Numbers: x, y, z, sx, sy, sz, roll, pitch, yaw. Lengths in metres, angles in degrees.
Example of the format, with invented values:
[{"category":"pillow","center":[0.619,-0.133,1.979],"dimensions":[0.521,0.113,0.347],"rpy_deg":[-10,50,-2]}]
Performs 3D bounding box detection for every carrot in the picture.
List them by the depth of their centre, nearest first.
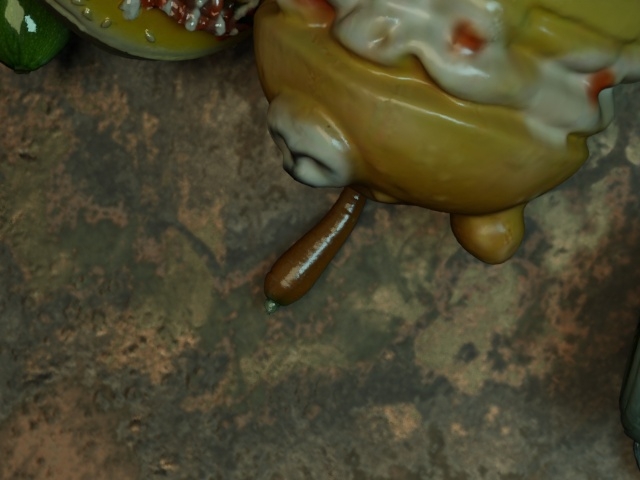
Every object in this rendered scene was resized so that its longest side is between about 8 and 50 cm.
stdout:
[{"category":"carrot","center":[0.000,0.000,1.027],"dimensions":[0.035,0.035,0.142],"rpy_deg":[38,90,9]}]

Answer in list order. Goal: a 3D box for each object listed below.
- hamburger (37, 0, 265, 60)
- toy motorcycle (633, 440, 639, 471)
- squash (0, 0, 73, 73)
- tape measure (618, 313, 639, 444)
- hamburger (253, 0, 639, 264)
[{"category":"hamburger","center":[-0.144,-0.262,0.943],"dimensions":[0.295,0.151,0.227],"rpy_deg":[37,65,-15]},{"category":"toy motorcycle","center":[0.299,0.251,0.905],"dimensions":[0.198,0.109,0.296],"rpy_deg":[0,72,37]},{"category":"squash","center":[-0.254,-0.320,1.035],"dimensions":[0.107,0.107,0.395],"rpy_deg":[-14,86,11]},{"category":"tape measure","center":[0.245,0.023,0.814],"dimensions":[0.084,0.330,0.164],"rpy_deg":[9,63,9]},{"category":"hamburger","center":[0.074,-0.127,0.904],"dimensions":[0.276,0.276,0.236],"rpy_deg":[27,108,10]}]
